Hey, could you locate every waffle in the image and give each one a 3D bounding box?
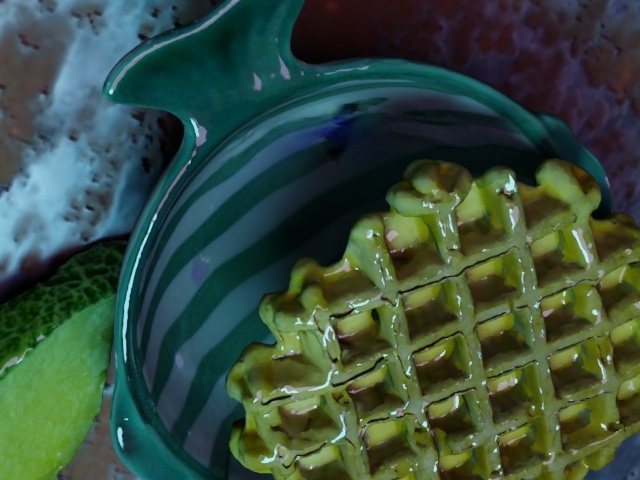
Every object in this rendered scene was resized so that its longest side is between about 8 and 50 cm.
[{"bbox_3d":[0.056,0.050,0.544,0.191,0.038,0.191,-8,116,-17],"label":"waffle"}]

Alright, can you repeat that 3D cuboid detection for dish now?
[{"bbox_3d":[0.000,0.000,0.567,0.224,0.078,0.246,-31,121,-4],"label":"dish"}]

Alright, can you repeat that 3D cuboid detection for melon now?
[{"bbox_3d":[-0.148,0.107,0.584,0.114,0.053,0.261,31,101,-36],"label":"melon"}]
